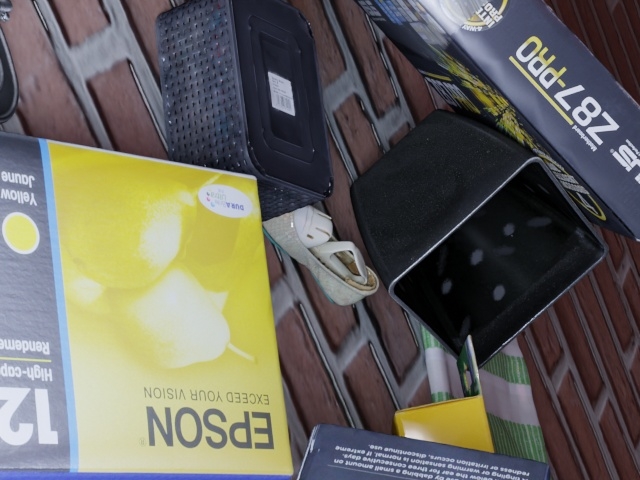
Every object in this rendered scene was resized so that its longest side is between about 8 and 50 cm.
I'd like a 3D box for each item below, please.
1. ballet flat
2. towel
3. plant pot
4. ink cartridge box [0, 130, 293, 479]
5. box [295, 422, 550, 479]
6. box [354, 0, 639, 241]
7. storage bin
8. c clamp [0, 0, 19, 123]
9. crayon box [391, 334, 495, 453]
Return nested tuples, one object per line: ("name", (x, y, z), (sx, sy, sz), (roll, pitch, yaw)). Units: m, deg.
("ballet flat", (0.000, 0.000, 1.471), (0.168, 0.052, 0.057), (47, 39, -42))
("towel", (0.179, 0.148, 1.758), (0.248, 0.038, 0.325), (26, 53, -56))
("plant pot", (0.138, -0.016, 1.596), (0.187, 0.188, 0.167), (44, 5, -45))
("ink cartridge box", (-0.148, 0.088, 1.033), (0.303, 0.072, 0.307), (9, 65, -46))
("box", (0.043, 0.339, 1.088), (0.294, 0.182, 0.296), (-65, 160, -53))
("box", (0.187, -0.161, 1.591), (0.318, 0.097, 0.395), (48, 0, -11))
("storage bin", (-0.064, -0.115, 1.365), (0.122, 0.084, 0.180), (18, 58, -53))
("c clamp", (-0.253, -0.141, 1.096), (0.160, 0.022, 0.137), (-31, 108, -65))
("crayon box", (0.125, 0.261, 1.442), (0.203, 0.083, 0.323), (79, 0, -79))
